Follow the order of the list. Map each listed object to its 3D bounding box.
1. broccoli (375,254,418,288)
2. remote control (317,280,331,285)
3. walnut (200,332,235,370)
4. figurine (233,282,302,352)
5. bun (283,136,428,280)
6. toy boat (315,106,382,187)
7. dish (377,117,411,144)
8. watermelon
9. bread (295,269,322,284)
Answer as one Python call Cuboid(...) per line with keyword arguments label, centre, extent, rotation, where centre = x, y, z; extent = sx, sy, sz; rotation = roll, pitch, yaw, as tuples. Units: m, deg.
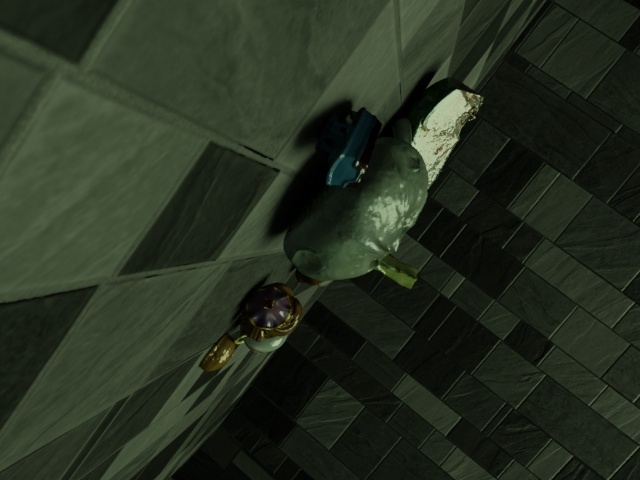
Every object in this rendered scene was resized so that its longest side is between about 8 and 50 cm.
Cuboid(label="broccoli", centre=(0.196, 0.051, 1.739), extent=(0.221, 0.362, 0.252), rotation=(-61, -152, 13))
Cuboid(label="remote control", centre=(0.088, 0.059, 1.986), extent=(0.332, 0.103, 0.221), rotation=(-50, 178, -11))
Cuboid(label="walnut", centre=(-0.270, 0.311, 1.260), extent=(0.121, 0.052, 0.091), rotation=(-54, 169, 0))
Cuboid(label="figurine", centre=(-0.139, 0.211, 1.245), extent=(0.190, 0.142, 0.263), rotation=(-30, 162, -32))
Cuboid(label="bun", centre=(0.079, -0.049, 0.965), extent=(0.354, 0.194, 0.354), rotation=(-47, -174, 6))
Cuboid(label="toy boat", centre=(0.043, -0.165, 0.775), extent=(0.223, 0.097, 0.100), rotation=(-68, -176, -51))
Cuboid(label="dish", centre=(0.188, -0.261, 1.257), extent=(0.141, 0.078, 0.141), rotation=(-179, -90, -83))
Cuboid(label="watermelon", centre=(0.311, -0.303, 1.323), extent=(0.305, 0.180, 0.224), rotation=(-66, 172, 32))
Cuboid(label="bread", centre=(0.004, 0.071, 1.478), extent=(0.193, 0.064, 0.193), rotation=(-27, -158, 12))
